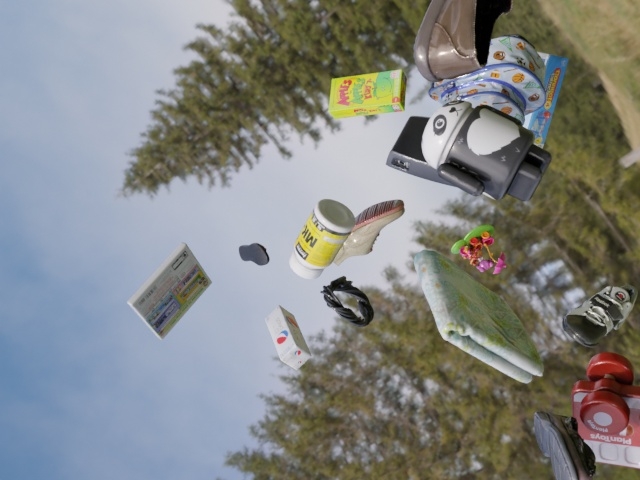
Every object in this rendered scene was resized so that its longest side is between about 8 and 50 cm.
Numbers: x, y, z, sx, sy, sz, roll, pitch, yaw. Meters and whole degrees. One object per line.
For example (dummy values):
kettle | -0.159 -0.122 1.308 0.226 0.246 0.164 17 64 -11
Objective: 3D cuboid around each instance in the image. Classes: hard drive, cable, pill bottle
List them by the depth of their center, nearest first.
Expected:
hard drive | 0.303 -0.218 1.849 0.172 0.254 0.054 -60 -25 -28
cable | 0.070 0.167 1.997 0.150 0.047 0.184 53 -157 7
pill bottle | 0.000 0.000 2.058 0.119 0.208 0.119 19 -143 -15

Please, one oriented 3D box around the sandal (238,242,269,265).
sandal | -0.188 0.035 2.242 0.040 0.179 0.067 -14 -80 -27

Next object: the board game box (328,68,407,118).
board game box | 0.114 -0.353 1.844 0.043 0.181 0.092 41 -129 -59

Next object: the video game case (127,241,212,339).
video game case | -0.394 0.136 2.019 0.023 0.212 0.193 27 157 31

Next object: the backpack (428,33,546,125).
backpack | 0.435 -0.391 1.938 0.276 0.263 0.213 25 -127 -42

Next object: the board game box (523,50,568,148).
board game box | 0.595 -0.450 2.383 0.086 0.302 0.308 1 -159 -31

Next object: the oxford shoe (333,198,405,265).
oxford shoe | 0.162 -0.028 2.645 0.130 0.348 0.123 54 -151 -14

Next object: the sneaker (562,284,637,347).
sneaker | 0.807 0.197 2.185 0.122 0.146 0.330 42 -144 25

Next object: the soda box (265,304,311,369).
soda box | -0.101 0.294 2.334 0.074 0.069 0.216 38 -167 -33

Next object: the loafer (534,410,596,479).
loafer | 0.501 0.412 1.516 0.302 0.095 0.109 -73 -24 -81

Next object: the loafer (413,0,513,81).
loafer | 0.280 -0.430 1.269 0.130 0.366 0.134 18 180 37

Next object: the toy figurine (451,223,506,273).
toy figurine | 0.571 0.052 2.664 0.130 0.173 0.159 76 168 -53

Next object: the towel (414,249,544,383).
towel | 0.432 0.207 2.102 0.374 0.090 0.320 30 -156 -27

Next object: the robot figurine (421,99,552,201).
robot figurine | 0.361 -0.199 1.682 0.278 0.173 0.209 29 -162 12

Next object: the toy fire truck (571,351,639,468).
toy fire truck | 0.699 0.397 1.663 0.169 0.302 0.254 -54 -42 -50
